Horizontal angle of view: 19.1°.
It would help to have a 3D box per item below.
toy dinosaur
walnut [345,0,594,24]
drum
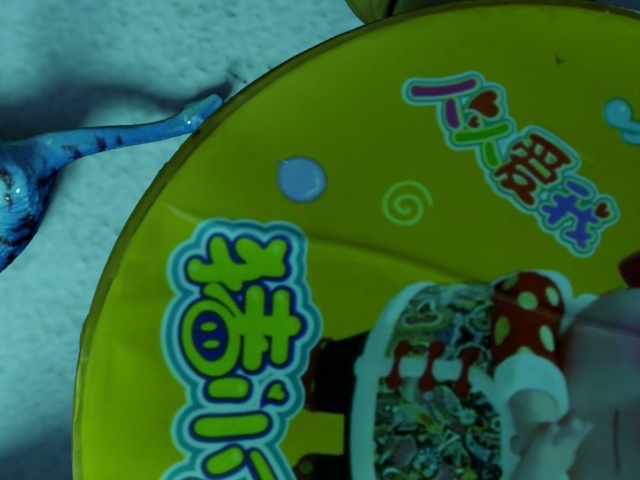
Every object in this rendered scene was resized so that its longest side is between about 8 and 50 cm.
[{"bbox_3d":[-0.221,-0.020,1.147,0.329,0.076,0.144,-39,134,7],"label":"toy dinosaur"},{"bbox_3d":[0.092,-0.192,1.073,0.167,0.167,0.207,27,100,-8],"label":"walnut"},{"bbox_3d":[0.095,0.103,0.935,0.431,0.214,0.431,-2,73,5],"label":"drum"}]
